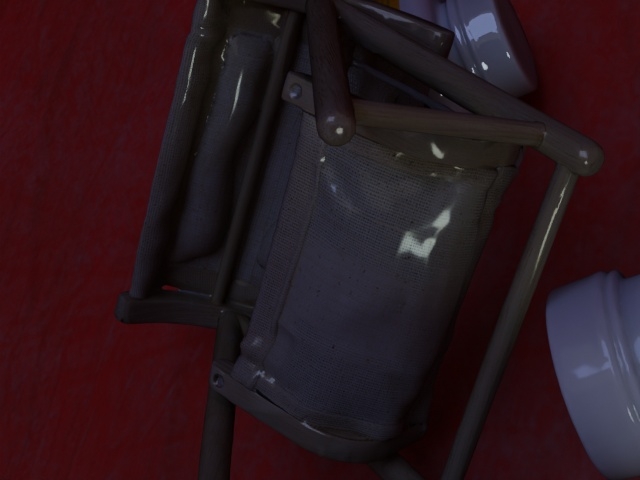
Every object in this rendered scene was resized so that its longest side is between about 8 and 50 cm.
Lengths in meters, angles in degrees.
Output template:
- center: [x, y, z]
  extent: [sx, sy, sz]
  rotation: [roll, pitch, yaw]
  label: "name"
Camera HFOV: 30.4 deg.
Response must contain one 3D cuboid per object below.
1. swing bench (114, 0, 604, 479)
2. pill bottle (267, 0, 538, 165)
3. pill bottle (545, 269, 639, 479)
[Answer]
- center: [0.000, 0.000, 0.701]
  extent: [0.255, 0.165, 0.253]
  rotation: [-124, 45, -55]
  label: "swing bench"
- center: [0.037, -0.104, 0.829]
  extent: [0.215, 0.117, 0.117]
  rotation: [-21, 58, 21]
  label: "pill bottle"
- center: [0.263, 0.038, 0.604]
  extent: [0.272, 0.152, 0.152]
  rotation: [-20, 58, 21]
  label: "pill bottle"
